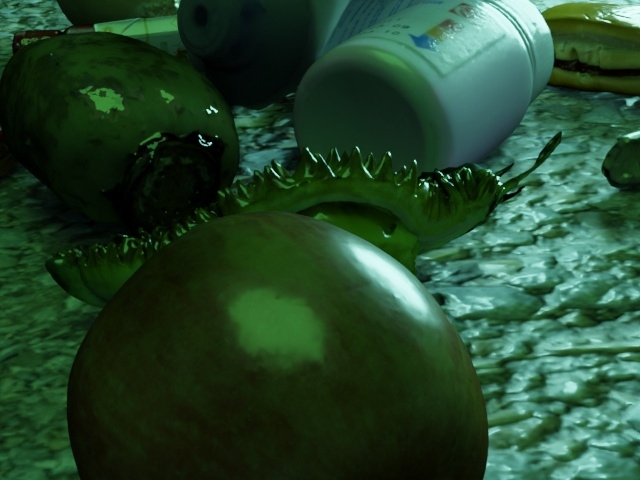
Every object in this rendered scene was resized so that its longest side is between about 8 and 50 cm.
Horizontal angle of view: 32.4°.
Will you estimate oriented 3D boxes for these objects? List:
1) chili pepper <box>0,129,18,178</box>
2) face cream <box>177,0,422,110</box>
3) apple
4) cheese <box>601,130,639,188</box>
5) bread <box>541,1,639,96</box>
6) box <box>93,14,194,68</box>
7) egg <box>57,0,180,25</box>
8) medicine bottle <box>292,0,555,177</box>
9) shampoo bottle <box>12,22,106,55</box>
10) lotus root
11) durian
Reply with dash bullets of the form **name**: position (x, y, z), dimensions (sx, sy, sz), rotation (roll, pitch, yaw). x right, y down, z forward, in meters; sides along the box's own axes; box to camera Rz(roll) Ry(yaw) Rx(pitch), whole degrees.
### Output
- **chili pepper**: position (-0.294, -0.087, 1.035), dimensions (0.027, 0.045, 0.178), rotation (13, 24, 11)
- **face cream**: position (0.031, -0.220, 1.040), dimensions (0.420, 0.235, 0.137), rotation (-21, 71, -50)
- **apple**: position (-0.018, 0.086, 0.516), dimensions (0.188, 0.188, 0.174), rotation (-18, 36, -27)
- **cheese**: position (0.365, -0.083, 0.952), dimensions (0.235, 0.050, 0.127), rotation (-21, 30, -34)
- **bread**: position (0.307, -0.203, 1.151), dimensions (0.116, 0.077, 0.200), rotation (-23, 26, -34)
- **box**: position (-0.120, -0.191, 1.146), dimensions (0.220, 0.122, 0.032), rotation (-9, 64, -11)
- **egg**: position (-0.223, -0.312, 1.334), dimensions (0.201, 0.164, 0.164), rotation (5, 28, 4)
- **medicine bottle**: position (0.100, -0.132, 0.965), dimensions (0.152, 0.152, 0.254), rotation (13, 30, 28)
- **shampoo bottle**: position (-0.212, -0.213, 1.245), dimensions (0.260, 0.064, 0.102), rotation (-3, 31, 0)
- **lotus root**: position (-0.185, -0.099, 0.927), dimensions (0.173, 0.173, 0.309), rotation (-19, 29, -28)
- **durian**: position (-0.001, -0.005, 0.758), dimensions (0.375, 0.132, 0.106), rotation (-11, 15, -5)
